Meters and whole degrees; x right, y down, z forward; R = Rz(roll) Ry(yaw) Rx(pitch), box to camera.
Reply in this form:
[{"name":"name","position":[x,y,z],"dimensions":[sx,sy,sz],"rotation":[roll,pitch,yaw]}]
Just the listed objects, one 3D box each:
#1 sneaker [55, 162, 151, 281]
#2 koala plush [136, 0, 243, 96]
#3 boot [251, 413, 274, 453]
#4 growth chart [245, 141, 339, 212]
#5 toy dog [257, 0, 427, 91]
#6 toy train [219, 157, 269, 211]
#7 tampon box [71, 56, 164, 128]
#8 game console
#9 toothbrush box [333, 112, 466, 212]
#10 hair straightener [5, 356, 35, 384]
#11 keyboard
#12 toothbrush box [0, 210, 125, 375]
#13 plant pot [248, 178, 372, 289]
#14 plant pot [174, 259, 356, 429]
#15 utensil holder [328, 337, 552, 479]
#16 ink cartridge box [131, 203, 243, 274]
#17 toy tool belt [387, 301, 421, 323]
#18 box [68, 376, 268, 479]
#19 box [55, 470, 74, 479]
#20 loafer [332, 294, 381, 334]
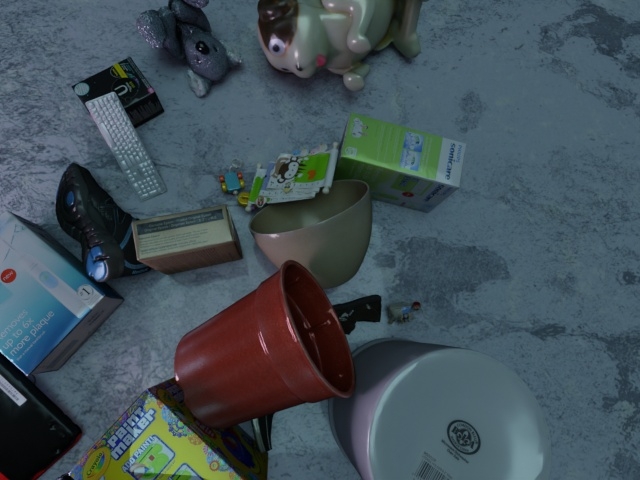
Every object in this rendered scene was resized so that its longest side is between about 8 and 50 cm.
[{"name":"sneaker","position":[-0.517,-0.043,0.994],"dimensions":[0.125,0.139,0.341],"rotation":[-46,66,27]},{"name":"koala plush","position":[-0.326,-0.515,1.100],"dimensions":[0.196,0.203,0.221],"rotation":[-46,107,-5]},{"name":"boot","position":[-0.070,0.340,0.947],"dimensions":[0.178,0.085,0.236],"rotation":[-4,62,-9]},{"name":"growth chart","position":[-0.068,-0.158,1.018],"dimensions":[0.237,0.021,0.172],"rotation":[-9,58,20]},{"name":"toy dog","position":[0.031,-0.586,1.086],"dimensions":[0.408,0.284,0.395],"rotation":[-33,82,-10]},{"name":"toy train","position":[-0.178,-0.134,1.080],"dimensions":[0.166,0.046,0.125],"rotation":[33,62,6]},{"name":"tampon box","position":[-0.508,-0.356,1.061],"dimensions":[0.161,0.101,0.120],"rotation":[-36,83,-13]},{"name":"game console","position":[-0.759,0.394,0.852],"dimensions":[0.342,0.060,0.386],"rotation":[-43,99,-17]},{"name":"toothbrush box","position":[0.181,-0.183,1.045],"dimensions":[0.283,0.206,0.122],"rotation":[13,76,-4]},{"name":"hair straightener","position":[-0.705,0.265,0.926],"dimensions":[0.089,0.047,0.230],"rotation":[-31,82,-12]},{"name":"keyboard","position":[-0.469,-0.224,1.020],"dimensions":[0.072,0.014,0.256],"rotation":[-28,111,-15]},{"name":"toothbrush box","position":[-0.639,0.115,0.929],"dimensions":[0.295,0.126,0.216],"rotation":[40,76,5]},{"name":"plant pot","position":[0.000,0.000,0.976],"dimensions":[0.284,0.284,0.191],"rotation":[-24,113,-11]},{"name":"plant pot","position":[-0.111,0.218,0.807],"dimensions":[0.265,0.272,0.272],"rotation":[-28,81,12]},{"name":"utensil holder","position":[0.201,0.360,0.832],"dimensions":[0.327,0.385,0.327],"rotation":[2,77,-7]},{"name":"ink cartridge box","position":[-0.283,0.005,0.935],"dimensions":[0.193,0.234,0.088],"rotation":[-13,80,-10]},{"name":"toy tool belt","position":[0.210,0.183,1.051],"dimensions":[0.083,0.052,0.051],"rotation":[-6,109,-4]},{"name":"box","position":[-0.262,0.431,0.813],"dimensions":[0.279,0.290,0.177],"rotation":[41,76,3]},{"name":"box","position":[-0.467,0.648,0.796],"dimensions":[0.296,0.183,0.294],"rotation":[41,75,6]},{"name":"loafer","position":[0.052,0.191,1.009],"dimensions":[0.220,0.080,0.078],"rotation":[-14,79,-9]}]
